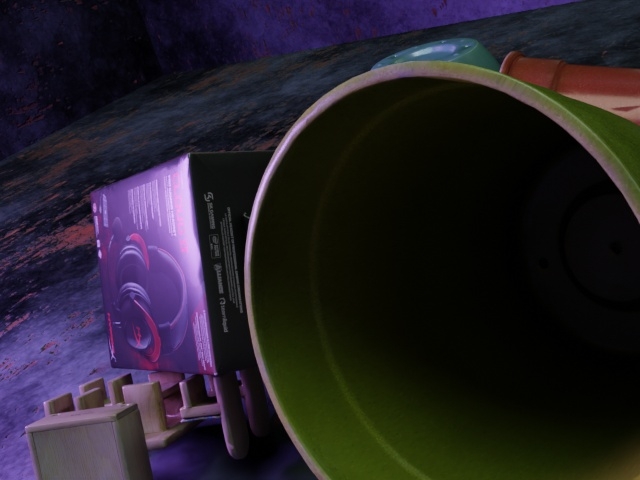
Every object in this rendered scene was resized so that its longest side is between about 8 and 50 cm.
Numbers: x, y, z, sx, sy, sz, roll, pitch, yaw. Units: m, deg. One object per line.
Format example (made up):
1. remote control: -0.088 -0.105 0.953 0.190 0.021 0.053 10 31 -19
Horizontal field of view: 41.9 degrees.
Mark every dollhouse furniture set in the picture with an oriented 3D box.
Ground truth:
1. dollhouse furniture set: -0.183 0.234 0.879 0.212 0.160 0.242 -11 1 16

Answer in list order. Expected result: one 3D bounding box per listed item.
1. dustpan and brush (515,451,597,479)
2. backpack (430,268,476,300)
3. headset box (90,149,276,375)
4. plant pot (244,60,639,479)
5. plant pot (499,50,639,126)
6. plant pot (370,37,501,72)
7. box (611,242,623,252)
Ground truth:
1. dustpan and brush: 0.230 0.218 0.676 0.211 0.060 0.147 -16 9 20
2. backpack: 0.110 0.091 0.954 0.115 0.151 0.182 -17 10 -26
3. headset box: -0.135 0.028 0.903 0.110 0.218 0.293 -6 -1 -36
4. plant pot: 0.187 0.031 0.716 0.367 0.366 0.353 4 12 42
5. plant pot: 0.378 -0.109 1.075 0.265 0.272 0.272 4 30 25
6. plant pot: 0.201 -0.204 1.419 0.293 0.235 0.293 -15 23 7
7. box: 0.439 -0.032 0.839 0.216 0.060 0.270 -47 55 -5
